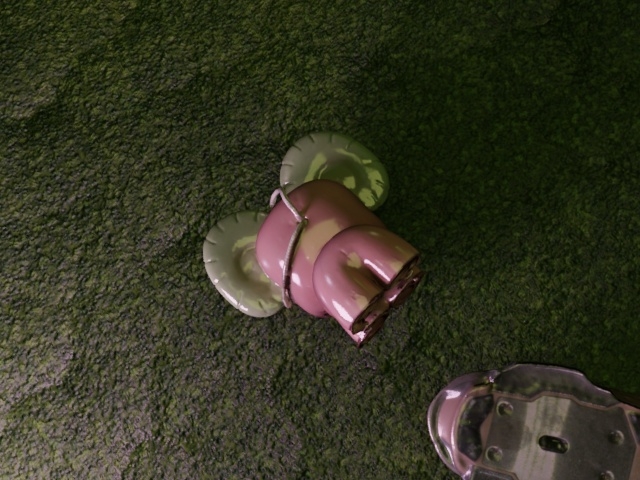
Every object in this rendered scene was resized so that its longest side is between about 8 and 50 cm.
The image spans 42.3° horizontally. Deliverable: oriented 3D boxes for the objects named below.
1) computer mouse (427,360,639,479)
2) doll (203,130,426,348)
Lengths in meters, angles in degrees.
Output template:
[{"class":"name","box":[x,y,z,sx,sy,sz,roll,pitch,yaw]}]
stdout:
[{"class":"computer mouse","box":[0.322,0.261,1.080,0.389,0.115,0.199,15,93,-6]},{"class":"doll","box":[0.000,0.000,1.102,0.268,0.216,0.284,40,82,17]}]
